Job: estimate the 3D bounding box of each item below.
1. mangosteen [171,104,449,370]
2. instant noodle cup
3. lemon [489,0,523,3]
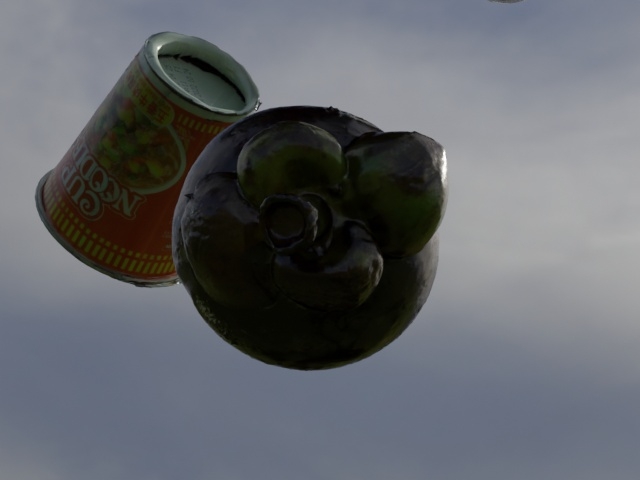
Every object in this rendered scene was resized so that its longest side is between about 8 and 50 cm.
[{"bbox_3d":[0.000,-0.003,0.978,0.172,0.172,0.184,22,-22,-31],"label":"mangosteen"},{"bbox_3d":[-0.162,-0.090,1.674,0.193,0.193,0.212,19,-56,-23],"label":"instant noodle cup"},{"bbox_3d":[0.148,-0.287,1.354,0.170,0.170,0.207,8,-18,6],"label":"lemon"}]
